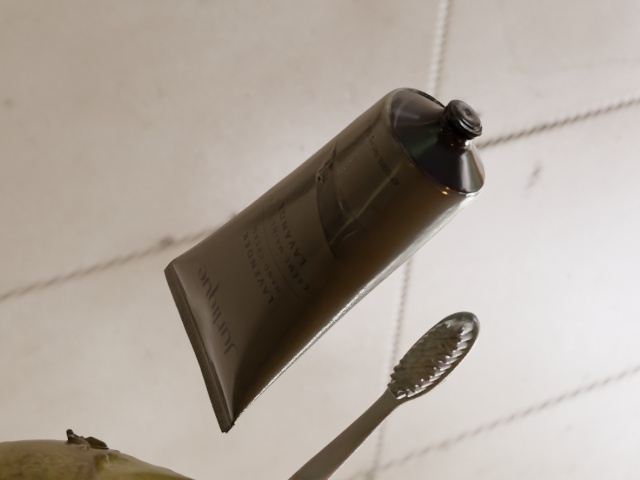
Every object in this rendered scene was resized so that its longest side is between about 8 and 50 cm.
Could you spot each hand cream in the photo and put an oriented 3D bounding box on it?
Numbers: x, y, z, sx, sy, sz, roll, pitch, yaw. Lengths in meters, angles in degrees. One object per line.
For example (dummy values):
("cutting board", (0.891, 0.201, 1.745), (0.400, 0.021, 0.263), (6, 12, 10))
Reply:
("hand cream", (0.000, 0.000, 0.742), (0.054, 0.087, 0.186), (6, 143, -46))

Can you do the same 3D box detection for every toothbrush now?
("toothbrush", (-0.028, 0.144, 0.899), (0.307, 0.025, 0.029), (-46, 167, 17))

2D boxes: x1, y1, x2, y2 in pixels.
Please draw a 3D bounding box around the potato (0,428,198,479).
("potato", (-0.155, 0.170, 0.731), (0.300, 0.140, 0.173), (-12, 95, -5))
